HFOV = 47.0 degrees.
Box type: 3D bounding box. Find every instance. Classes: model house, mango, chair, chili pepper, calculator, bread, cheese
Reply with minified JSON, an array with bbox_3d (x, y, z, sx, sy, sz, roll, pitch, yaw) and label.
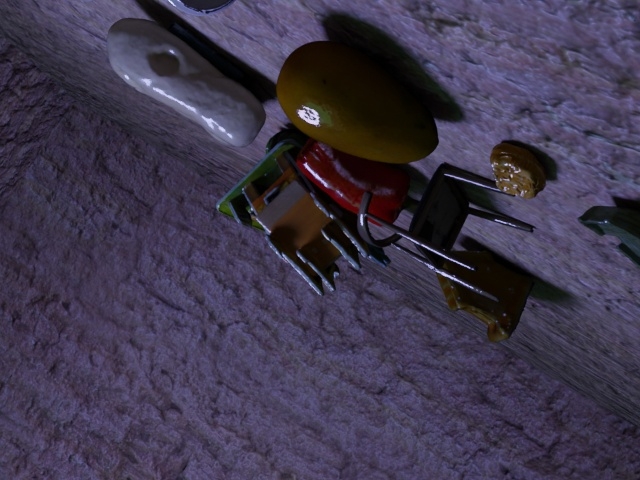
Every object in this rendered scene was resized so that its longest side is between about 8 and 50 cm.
[{"bbox_3d":[0.357,0.115,1.737,0.239,0.173,0.268,30,170,6],"label":"model house"},{"bbox_3d":[0.051,-0.195,1.091,0.254,0.139,0.175,29,-178,-28],"label":"mango"},{"bbox_3d":[0.000,0.000,1.639,0.358,0.242,0.313,27,-152,-54],"label":"model house"},{"bbox_3d":[0.221,-0.032,1.349,0.272,0.166,0.188,21,168,33],"label":"chair"},{"bbox_3d":[0.111,-0.098,1.488,0.338,0.131,0.134,34,169,-10],"label":"chili pepper"},{"bbox_3d":[-0.231,-0.381,1.486,0.172,0.018,0.057,34,174,-19],"label":"calculator"},{"bbox_3d":[0.291,-0.101,1.083,0.083,0.044,0.110,27,169,29],"label":"bread"},{"bbox_3d":[-0.284,-0.327,1.575,0.351,0.129,0.328,33,-179,-10],"label":"cheese"}]

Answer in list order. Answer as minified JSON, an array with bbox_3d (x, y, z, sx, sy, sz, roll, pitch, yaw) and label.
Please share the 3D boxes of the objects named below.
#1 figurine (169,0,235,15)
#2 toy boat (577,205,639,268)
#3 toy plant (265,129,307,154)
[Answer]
[{"bbox_3d":[-0.180,-0.380,0.977,0.132,0.132,0.154,39,-176,-43],"label":"figurine"},{"bbox_3d":[0.491,0.029,1.073,0.293,0.055,0.093,36,171,-24],"label":"toy boat"},{"bbox_3d":[-0.080,-0.210,1.720,0.093,0.093,0.162,34,172,-12],"label":"toy plant"}]
